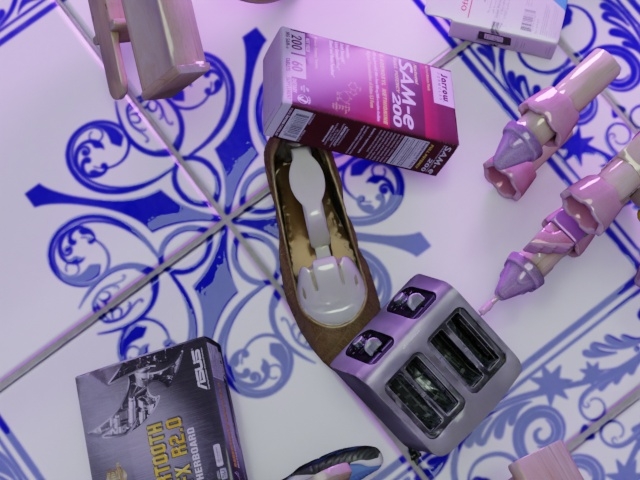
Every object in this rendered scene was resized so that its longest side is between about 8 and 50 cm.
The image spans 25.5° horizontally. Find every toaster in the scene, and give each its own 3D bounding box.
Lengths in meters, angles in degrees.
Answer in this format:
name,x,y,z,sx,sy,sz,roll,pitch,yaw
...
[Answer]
name,x,y,z,sx,sy,sz,roll,pitch,yaw
toaster,0.133,0.160,1.728,0.168,0.110,0.186,-45,103,-12

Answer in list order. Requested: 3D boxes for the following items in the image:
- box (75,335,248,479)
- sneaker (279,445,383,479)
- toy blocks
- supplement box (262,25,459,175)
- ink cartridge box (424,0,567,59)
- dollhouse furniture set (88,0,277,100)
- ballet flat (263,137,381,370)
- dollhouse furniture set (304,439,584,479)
name,x,y,z,sx,sy,sz,roll,pitch,yaw
box,-0.191,0.253,1.730,0.183,0.056,0.231,-17,70,13
sneaker,-0.013,0.319,1.741,0.211,0.080,0.081,-29,84,5
toy blocks,0.316,-0.011,1.696,0.260,0.288,0.309,-43,82,-14
supplement box,0.050,-0.174,1.785,0.239,0.073,0.130,12,53,-20
ink cartridge box,0.234,-0.316,1.880,0.180,0.060,0.104,14,79,4
dollhouse furniture set,-0.075,-0.290,1.830,0.355,0.303,0.174,-10,84,-31
ballet flat,0.000,0.000,1.783,0.116,0.124,0.342,-12,77,-1
dollhouse furniture set,0.102,0.402,1.536,0.394,0.256,0.362,-21,73,-20
